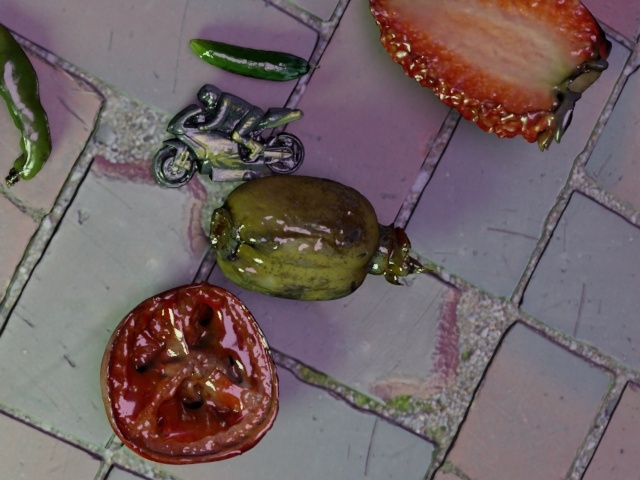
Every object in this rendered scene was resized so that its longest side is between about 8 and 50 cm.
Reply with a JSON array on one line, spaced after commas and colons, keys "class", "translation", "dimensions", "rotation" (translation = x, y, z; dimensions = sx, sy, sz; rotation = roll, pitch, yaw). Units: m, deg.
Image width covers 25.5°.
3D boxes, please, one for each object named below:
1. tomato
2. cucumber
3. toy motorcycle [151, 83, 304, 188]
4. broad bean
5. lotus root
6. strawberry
[{"class": "tomato", "translation": [-0.164, 0.164, 1.724], "dimensions": [0.228, 0.101, 0.227], "rotation": [1, 87, -24]}, {"class": "cucumber", "translation": [-0.082, -0.220, 1.756], "dimensions": [0.168, 0.039, 0.039], "rotation": [9, 91, -16]}, {"class": "toy motorcycle", "translation": [-0.114, -0.132, 1.737], "dimensions": [0.193, 0.061, 0.124], "rotation": [-7, 103, -10]}, {"class": "broad bean", "translation": [-0.353, -0.162, 1.665], "dimensions": [0.061, 0.046, 0.195], "rotation": [-6, 98, -2]}, {"class": "lotus root", "translation": [-0.001, -0.001, 1.744], "dimensions": [0.278, 0.154, 0.154], "rotation": [6, 91, -18]}, {"class": "strawberry", "translation": [0.207, -0.248, 1.820], "dimensions": [0.306, 0.137, 0.233], "rotation": [30, 63, 7]}]
